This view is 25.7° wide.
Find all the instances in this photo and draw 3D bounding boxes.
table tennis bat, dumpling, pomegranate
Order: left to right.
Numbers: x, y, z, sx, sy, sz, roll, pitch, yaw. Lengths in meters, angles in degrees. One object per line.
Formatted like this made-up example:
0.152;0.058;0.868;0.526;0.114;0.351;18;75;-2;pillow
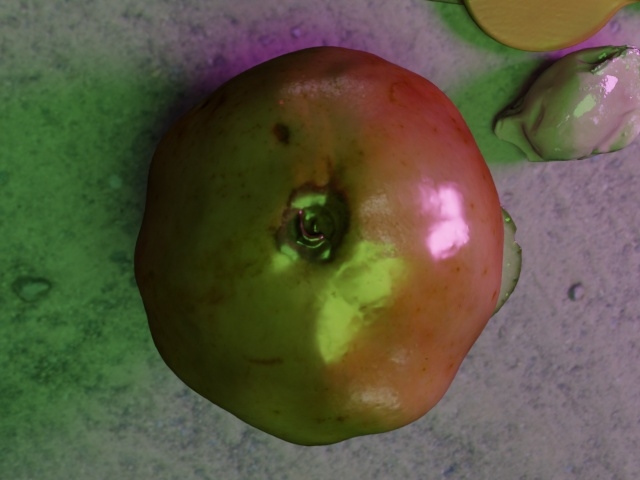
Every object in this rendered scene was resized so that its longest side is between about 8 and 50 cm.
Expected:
0.000;0.000;1.468;0.411;0.411;0.412;-7;118;-13;pomegranate
0.301;-0.149;1.621;0.199;0.118;0.136;-24;133;29;dumpling
0.307;-0.297;1.574;0.320;0.050;0.198;7;115;-16;table tennis bat

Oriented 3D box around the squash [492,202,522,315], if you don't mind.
0.133;0.021;1.699;0.219;0.041;0.219;-4;116;-9;squash

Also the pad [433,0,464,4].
0.213;-0.350;1.550;0.299;0.005;0.202;5;114;-19;pad
